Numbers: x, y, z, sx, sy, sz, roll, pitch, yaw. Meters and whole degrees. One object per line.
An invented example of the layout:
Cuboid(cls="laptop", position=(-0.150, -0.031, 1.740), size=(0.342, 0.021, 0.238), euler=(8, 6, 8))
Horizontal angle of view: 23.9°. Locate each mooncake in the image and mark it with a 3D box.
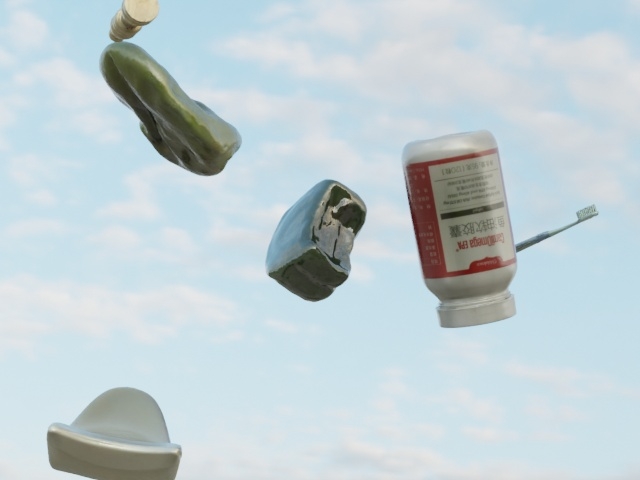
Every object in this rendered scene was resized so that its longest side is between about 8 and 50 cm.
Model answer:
Cuboid(cls="mooncake", position=(0.000, 0.000, 2.190), size=(0.104, 0.175, 0.168), euler=(31, -6, -15))

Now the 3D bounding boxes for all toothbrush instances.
Cuboid(cls="toothbrush", position=(0.333, -0.005, 2.332), size=(0.219, 0.019, 0.016), euler=(-28, -18, 33))

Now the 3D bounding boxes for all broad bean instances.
Cuboid(cls="broad bean", position=(-0.167, -0.142, 1.699), size=(0.153, 0.072, 0.207), euler=(21, -13, 35))

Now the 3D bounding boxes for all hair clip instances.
Cuboid(cls="hair clip", position=(-0.273, 0.277, 2.028), size=(0.173, 0.113, 0.282), euler=(11, 8, -5))

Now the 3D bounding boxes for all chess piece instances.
Cuboid(cls="chess piece", position=(-0.188, -0.215, 1.486), size=(0.035, 0.035, 0.092), euler=(13, -16, -21))

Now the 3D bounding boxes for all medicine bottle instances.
Cuboid(cls="medicine bottle", position=(0.188, -0.016, 2.004), size=(0.131, 0.250, 0.131), euler=(-10, 4, 1))
